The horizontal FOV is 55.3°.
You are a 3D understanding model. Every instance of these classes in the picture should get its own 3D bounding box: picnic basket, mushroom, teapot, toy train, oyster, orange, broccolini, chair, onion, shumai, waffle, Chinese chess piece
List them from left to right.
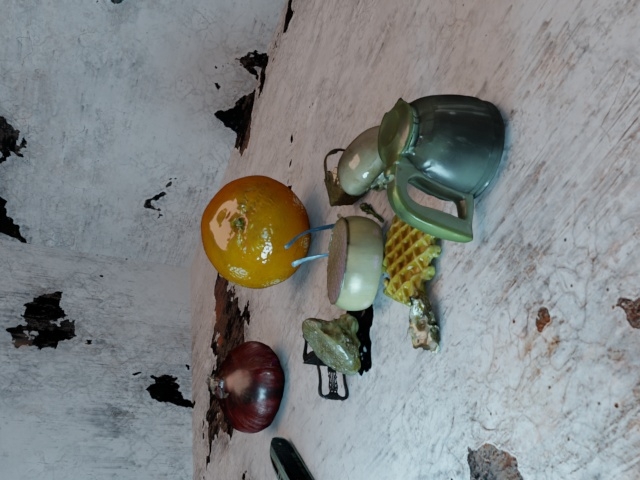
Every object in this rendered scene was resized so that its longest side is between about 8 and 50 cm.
[{"bbox_3d":[-0.300,0.555,2.323,0.348,0.286,0.347,-22,64,53],"label":"onion"},{"bbox_3d":[-0.242,-0.032,2.256,0.326,0.424,0.423,39,-122,-79],"label":"orange"},{"bbox_3d":[-0.087,0.766,1.961,0.407,0.087,0.088,-149,65,-68],"label":"toy train"},{"bbox_3d":[0.014,0.381,1.850,0.113,0.106,0.229,133,142,-53],"label":"chair"},{"bbox_3d":[0.054,0.281,1.766,0.153,0.209,0.161,-40,-14,-40],"label":"shumai"},{"bbox_3d":[0.072,-0.208,1.940,0.138,0.128,0.178,-37,64,56],"label":"picnic basket"},{"bbox_3d":[0.092,0.063,1.725,0.270,0.112,0.269,-173,90,-81],"label":"Chinese chess piece"},{"bbox_3d":[0.154,-0.078,1.827,0.140,0.030,0.035,-130,45,-58],"label":"broccolini"},{"bbox_3d":[0.152,-0.212,1.689,0.178,0.226,0.226,47,137,13],"label":"mushroom"},{"bbox_3d":[0.220,0.038,1.565,0.261,0.056,0.249,-151,73,-70],"label":"waffle"},{"bbox_3d":[0.244,0.187,1.437,0.103,0.051,0.148,-3,98,63],"label":"oyster"},{"bbox_3d":[0.240,-0.177,1.363,0.239,0.240,0.321,-152,73,-69],"label":"teapot"}]

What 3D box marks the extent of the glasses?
[{"bbox_3d":[0.007,0.025,1.941,0.189,0.221,0.088,-120,6,-57],"label":"glasses"}]
